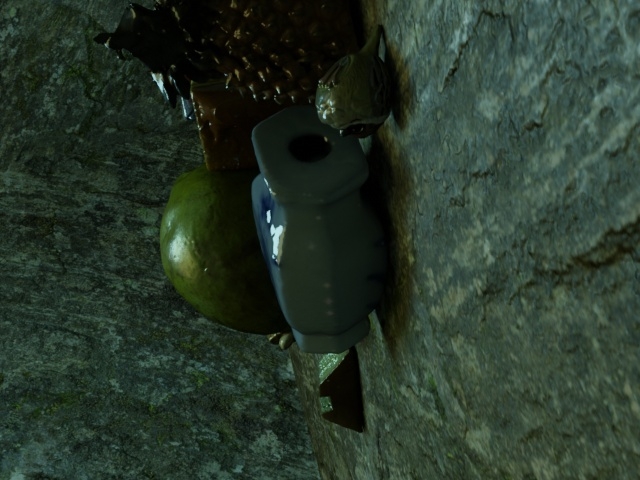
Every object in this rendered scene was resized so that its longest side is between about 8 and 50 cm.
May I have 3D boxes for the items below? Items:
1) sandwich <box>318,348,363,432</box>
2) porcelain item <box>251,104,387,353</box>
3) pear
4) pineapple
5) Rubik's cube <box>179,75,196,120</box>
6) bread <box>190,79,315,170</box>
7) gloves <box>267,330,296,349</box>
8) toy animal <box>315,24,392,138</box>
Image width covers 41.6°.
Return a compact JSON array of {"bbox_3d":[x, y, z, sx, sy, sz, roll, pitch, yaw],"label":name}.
[{"bbox_3d":[0.036,0.320,1.833,0.090,0.088,0.244,-107,9,-60],"label":"sandwich"},{"bbox_3d":[0.000,0.000,1.308,0.405,0.178,0.242,82,171,-50],"label":"porcelain item"},{"bbox_3d":[-0.146,0.012,1.705,0.413,0.352,0.352,53,159,31],"label":"pear"},{"bbox_3d":[-0.132,-0.286,1.180,0.223,0.357,0.223,169,90,-79],"label":"pineapple"},{"bbox_3d":[-0.230,-0.434,2.070,0.260,0.259,0.255,-121,22,-78],"label":"Rubik's cube"},{"bbox_3d":[-0.118,-0.234,1.603,0.110,0.234,0.184,-110,11,-56],"label":"bread"},{"bbox_3d":[-0.062,0.083,1.949,0.203,0.155,0.356,114,150,-61],"label":"gloves"},{"bbox_3d":[0.056,-0.191,1.048,0.098,0.137,0.098,37,176,3],"label":"toy animal"}]
